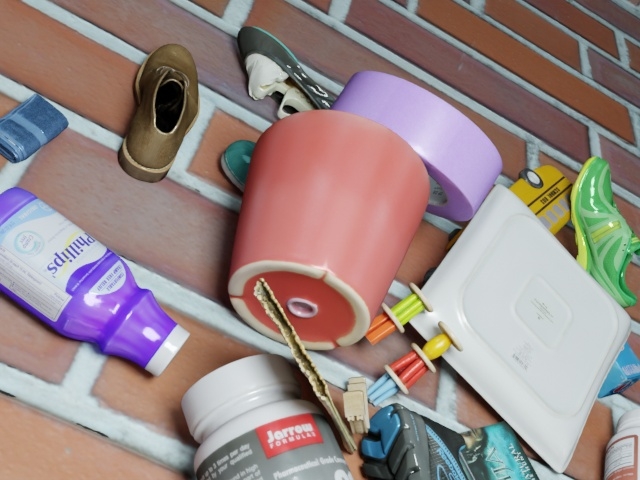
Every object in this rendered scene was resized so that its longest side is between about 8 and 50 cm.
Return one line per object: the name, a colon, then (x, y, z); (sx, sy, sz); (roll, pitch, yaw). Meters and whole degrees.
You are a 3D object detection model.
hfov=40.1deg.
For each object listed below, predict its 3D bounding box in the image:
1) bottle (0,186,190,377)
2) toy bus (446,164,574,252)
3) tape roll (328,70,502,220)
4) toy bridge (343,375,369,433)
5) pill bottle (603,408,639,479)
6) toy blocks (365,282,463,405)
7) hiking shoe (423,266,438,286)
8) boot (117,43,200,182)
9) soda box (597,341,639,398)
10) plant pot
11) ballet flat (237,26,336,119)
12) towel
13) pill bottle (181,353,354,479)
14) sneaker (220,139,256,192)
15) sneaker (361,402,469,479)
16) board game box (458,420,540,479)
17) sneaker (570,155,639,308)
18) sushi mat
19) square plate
bottle: (-0.289, 0.056, 1.052); (0.283, 0.092, 0.118); (37, 38, -2)
toy bus: (0.364, -0.036, 1.621); (0.130, 0.108, 0.333); (47, 40, 8)
tape roll: (0.138, -0.142, 1.349); (0.275, 0.275, 0.090); (33, 81, -6)
toy bridge: (0.049, 0.215, 1.129); (0.026, 0.188, 0.063); (-6, 86, 4)
pill bottle: (0.492, 0.362, 1.324); (0.121, 0.121, 0.216); (34, 40, -5)
toy blocks: (0.106, 0.150, 1.233); (0.148, 0.054, 0.123); (-37, 86, -4)
hiking shoe: (0.254, 0.056, 1.442); (0.227, 0.086, 0.114); (15, 72, -38)
boot: (-0.229, -0.227, 1.354); (0.112, 0.115, 0.305); (21, 41, -18)
soda box: (0.473, 0.166, 1.537); (0.067, 0.071, 0.210); (-3, 54, -38)
plant pot: (0.000, 0.000, 1.212); (0.275, 0.275, 0.243); (27, 51, -13)
ballet flat: (-0.059, -0.266, 1.538); (0.280, 0.095, 0.096); (42, 52, 4)
towel: (-0.406, -0.156, 1.216); (0.067, 0.029, 0.119); (37, 39, -3)
pill bottle: (-0.044, 0.279, 0.969); (0.161, 0.161, 0.283); (-3, 55, -39)
sneaker: (-0.004, -0.099, 1.392); (0.302, 0.121, 0.108); (24, 41, -17)
sneaker: (0.147, 0.359, 1.068); (0.140, 0.125, 0.340); (21, 44, -27)
board game box: (0.262, 0.351, 1.237); (0.126, 0.026, 0.186); (-3, 54, -39)
sneaker: (0.538, -0.011, 1.627); (0.109, 0.124, 0.295); (-6, 91, -56)
sushi mat: (-0.011, 0.161, 1.045); (0.019, 0.316, 0.151); (-31, 66, -6)
square plate: (0.338, 0.121, 1.378); (0.347, 0.049, 0.344); (45, 53, -6)
